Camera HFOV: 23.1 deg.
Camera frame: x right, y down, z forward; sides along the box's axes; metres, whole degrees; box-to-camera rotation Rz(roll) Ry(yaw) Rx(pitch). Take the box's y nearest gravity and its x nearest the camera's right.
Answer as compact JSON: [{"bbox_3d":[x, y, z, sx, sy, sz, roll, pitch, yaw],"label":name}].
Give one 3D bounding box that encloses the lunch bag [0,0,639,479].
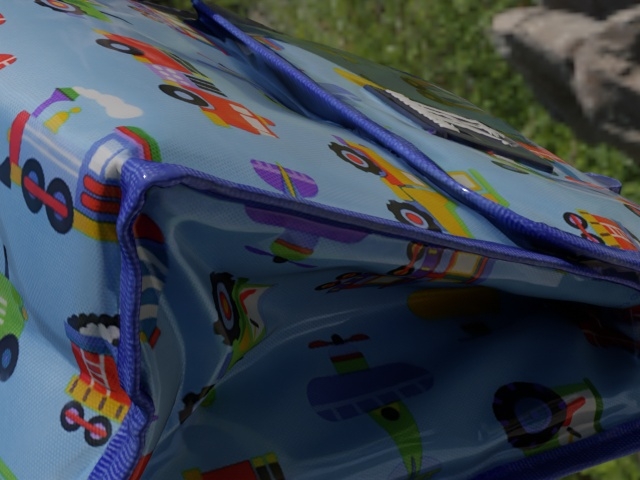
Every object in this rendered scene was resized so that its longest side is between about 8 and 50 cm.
[{"bbox_3d":[0.000,0.000,0.528,0.221,0.293,0.138,34,117,46],"label":"lunch bag"}]
